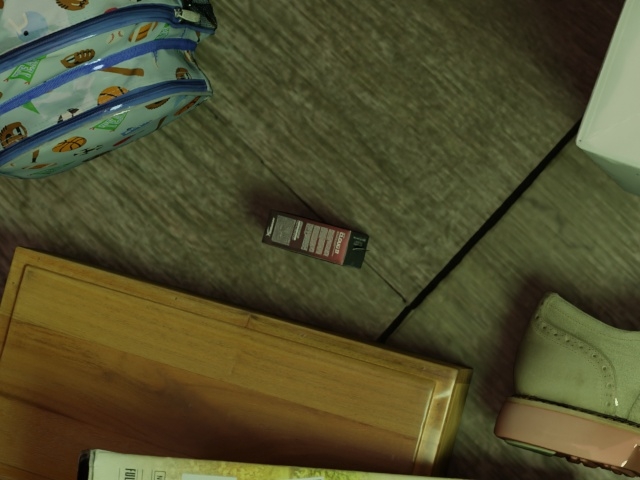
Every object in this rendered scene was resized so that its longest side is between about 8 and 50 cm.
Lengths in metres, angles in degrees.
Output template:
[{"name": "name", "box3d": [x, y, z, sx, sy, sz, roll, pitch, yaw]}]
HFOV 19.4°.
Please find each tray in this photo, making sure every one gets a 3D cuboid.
[{"name": "tray", "box3d": [-0.095, 0.154, 1.606, 0.411, 0.076, 0.203, 15, 90, 16]}]

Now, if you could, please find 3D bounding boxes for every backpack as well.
[{"name": "backpack", "box3d": [-0.227, -0.169, 1.569, 0.276, 0.263, 0.213, -29, 79, 11]}]

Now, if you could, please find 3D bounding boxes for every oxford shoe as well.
[{"name": "oxford shoe", "box3d": [0.338, 0.127, 1.452, 0.397, 0.140, 0.146, 10, 82, 14]}]

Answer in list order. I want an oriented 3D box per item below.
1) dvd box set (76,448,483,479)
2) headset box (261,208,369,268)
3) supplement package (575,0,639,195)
[{"name": "dvd box set", "box3d": [0.010, 0.328, 1.450, 0.420, 0.062, 0.307, 5, 82, -16]}, {"name": "headset box", "box3d": [0.000, 0.000, 1.595, 0.083, 0.062, 0.032, 14, 91, 17]}, {"name": "supplement package", "box3d": [0.317, -0.105, 1.391, 0.177, 0.293, 0.175, 19, 91, 17]}]
